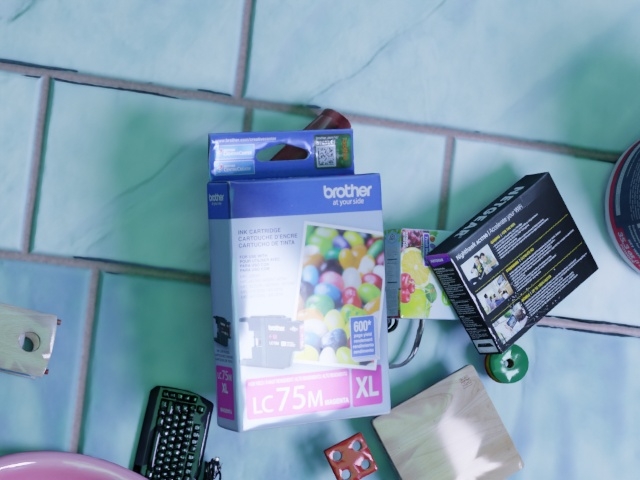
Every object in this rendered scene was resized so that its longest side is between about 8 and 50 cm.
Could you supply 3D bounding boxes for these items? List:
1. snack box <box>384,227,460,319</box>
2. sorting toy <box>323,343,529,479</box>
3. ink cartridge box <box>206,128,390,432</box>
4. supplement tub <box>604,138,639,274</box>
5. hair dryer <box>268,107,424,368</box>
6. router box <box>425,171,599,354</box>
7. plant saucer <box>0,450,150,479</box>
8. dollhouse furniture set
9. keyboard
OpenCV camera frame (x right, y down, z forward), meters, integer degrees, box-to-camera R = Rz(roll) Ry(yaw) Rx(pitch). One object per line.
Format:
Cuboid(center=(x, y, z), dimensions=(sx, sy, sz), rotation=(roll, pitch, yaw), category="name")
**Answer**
Cuboid(center=(0.139, 0.039, 1.773), dimensions=(0.141, 0.037, 0.100), rotation=(3, 86, -31), category="snack box")
Cuboid(center=(0.130, 0.231, 1.769), dimensions=(0.275, 0.046, 0.132), rotation=(-29, 93, -14), category="sorting toy")
Cuboid(center=(-0.022, 0.037, 1.668), dimensions=(0.186, 0.065, 0.311), rotation=(-4, 90, -29), category="ink cartridge box")
Cuboid(center=(0.448, -0.047, 1.750), dimensions=(0.191, 0.272, 0.191), rotation=(1, 85, -13), category="supplement tub")
Cuboid(center=(0.000, 0.000, 1.759), dimensions=(0.224, 0.080, 0.293), rotation=(-2, 92, -29), category="hair dryer")
Cuboid(center=(0.217, 0.024, 1.773), dimensions=(0.179, 0.046, 0.133), rotation=(-37, 106, -30), category="router box")
Cuboid(center=(-0.258, 0.361, 1.576), dimensions=(0.332, 0.084, 0.332), rotation=(14, 39, -12), category="plant saucer")
Cuboid(center=(-0.353, 0.155, 1.619), dimensions=(0.129, 0.129, 0.183), rotation=(14, 82, -12), category="dollhouse furniture set")
Cuboid(center=(-0.152, 0.258, 1.706), dimensions=(0.100, 0.038, 0.192), rotation=(12, 84, -12), category="keyboard")
